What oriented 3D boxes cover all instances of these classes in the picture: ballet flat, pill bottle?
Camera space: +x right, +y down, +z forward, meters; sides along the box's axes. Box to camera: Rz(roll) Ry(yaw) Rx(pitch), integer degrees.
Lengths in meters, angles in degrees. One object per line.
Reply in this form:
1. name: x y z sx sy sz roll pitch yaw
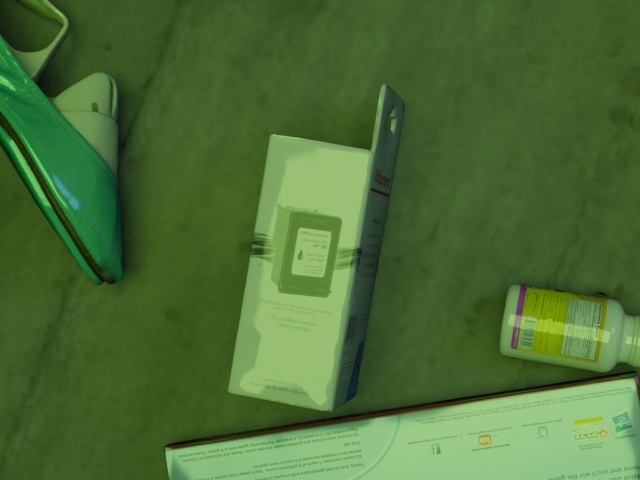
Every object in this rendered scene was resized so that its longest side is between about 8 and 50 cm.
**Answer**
1. ballet flat: -0.172 -0.091 0.915 0.087 0.083 0.247 -38 86 -8
2. pill bottle: 0.146 0.052 0.883 0.083 0.043 0.043 9 91 8

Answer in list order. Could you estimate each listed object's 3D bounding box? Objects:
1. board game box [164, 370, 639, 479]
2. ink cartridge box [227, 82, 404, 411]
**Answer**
1. board game box: 0.057 0.169 0.903 0.281 0.027 0.145 -10 86 8
2. ink cartridge box: 0.000 0.000 0.875 0.060 0.104 0.180 10 90 9
